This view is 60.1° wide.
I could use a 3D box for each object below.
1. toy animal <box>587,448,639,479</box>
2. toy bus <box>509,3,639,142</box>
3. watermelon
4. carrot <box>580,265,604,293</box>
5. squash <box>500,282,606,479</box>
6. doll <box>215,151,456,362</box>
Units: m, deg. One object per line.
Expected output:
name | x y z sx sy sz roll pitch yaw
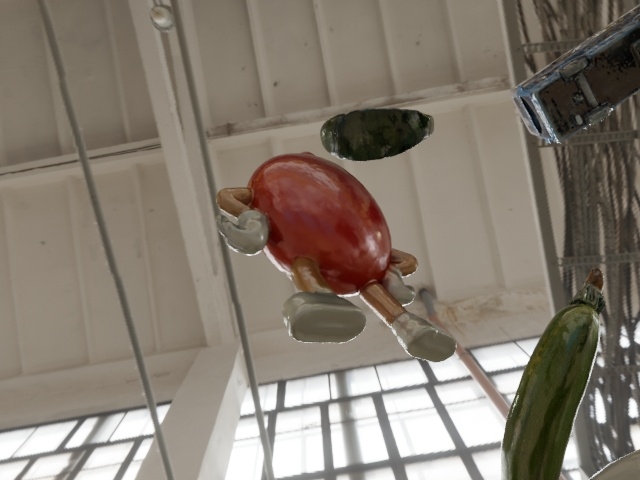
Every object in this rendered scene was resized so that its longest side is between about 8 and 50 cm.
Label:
toy animal | 0.238 0.217 0.379 0.154 0.325 0.208 -2 -54 43
toy bus | 0.450 -0.273 0.856 0.297 0.131 0.106 -33 -76 3
watermelon | 0.082 -0.175 0.842 0.182 0.092 0.075 -3 -53 11
carrot | 0.381 0.131 0.820 0.047 0.047 0.191 24 -90 -5
squash | 0.263 0.196 0.645 0.071 0.080 0.318 14 -96 36
doll | 0.000 0.000 0.428 0.183 0.217 0.085 16 -57 -38
